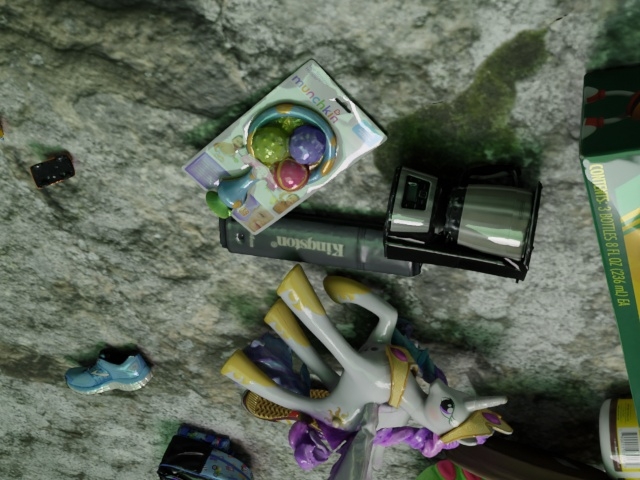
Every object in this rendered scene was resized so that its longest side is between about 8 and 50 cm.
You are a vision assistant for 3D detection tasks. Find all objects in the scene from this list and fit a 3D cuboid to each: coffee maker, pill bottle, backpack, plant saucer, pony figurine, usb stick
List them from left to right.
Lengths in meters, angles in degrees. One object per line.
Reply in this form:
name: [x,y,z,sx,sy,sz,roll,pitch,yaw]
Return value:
backpack: [-0.191,0.423,1.703,0.173,0.117,0.158,13,135,7]
usb stick: [0.000,0.000,1.289,0.278,0.045,0.077,8,130,12]
pony figurine: [0.046,0.237,1.369,0.363,0.303,0.351,38,123,4]
coffee maker: [0.168,-0.009,1.173,0.178,0.120,0.171,10,135,10]
plant saucer: [0.321,0.336,1.404,0.278,0.041,0.278,15,177,1]
pill bottle: [0.503,0.273,1.332,0.215,0.117,0.117,-6,130,24]

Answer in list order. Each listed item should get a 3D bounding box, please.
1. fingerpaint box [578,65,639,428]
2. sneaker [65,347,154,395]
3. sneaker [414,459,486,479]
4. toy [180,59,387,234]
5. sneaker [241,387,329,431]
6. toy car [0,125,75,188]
fingerpaint box: [0.508,0.013,1.051,0.371,0.163,0.444,-5,130,23]
sneaker: [-0.357,0.210,1.610,0.162,0.063,0.073,-10,111,20]
sneaker: [0.361,0.491,1.550,0.483,0.185,0.202,21,140,2]
toy: [-0.052,-0.097,1.186,0.237,0.056,0.137,-33,114,32]
sneaker: [-0.035,0.266,1.548,0.186,0.069,0.084,17,169,-14]
toy car: [-0.390,-0.125,1.320,0.122,0.060,0.040,52,173,-8]
